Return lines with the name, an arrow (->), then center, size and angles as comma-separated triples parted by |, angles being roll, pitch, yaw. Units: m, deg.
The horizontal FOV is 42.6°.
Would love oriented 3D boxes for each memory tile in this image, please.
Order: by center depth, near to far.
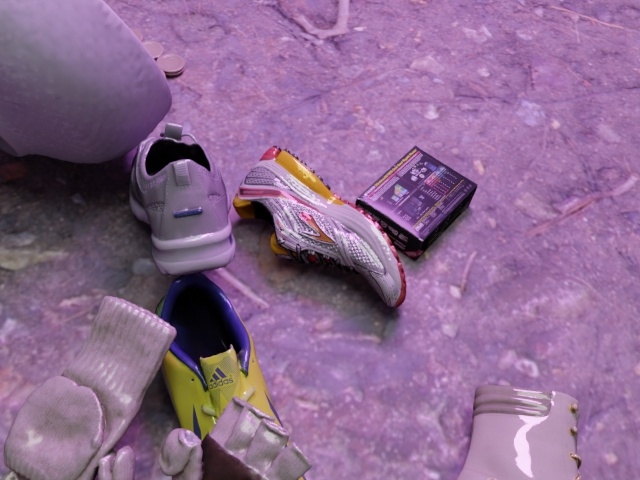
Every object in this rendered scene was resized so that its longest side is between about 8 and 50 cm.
memory tile -> -0.254, -0.212, 1.038 | 0.113, 0.012, 0.148 | 32, 54, 16

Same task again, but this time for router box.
router box -> 0.109, -0.045, 0.946 | 0.092, 0.038, 0.122 | 36, 55, 18

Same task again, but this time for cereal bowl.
cereal bowl -> -0.325, -0.186, 0.820 | 0.338, 0.339, 0.141 | 29, 76, 14

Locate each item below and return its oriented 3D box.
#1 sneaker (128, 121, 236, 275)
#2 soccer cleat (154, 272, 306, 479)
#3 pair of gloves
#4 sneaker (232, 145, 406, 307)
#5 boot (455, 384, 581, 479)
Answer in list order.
sneaker -> -0.137, -0.068, 0.827 | 0.105, 0.115, 0.281 | -10, 23, -17
soccer cleat -> -0.076, 0.154, 0.703 | 0.093, 0.121, 0.289 | -16, 56, -21
pair of gloves -> -0.144, 0.182, 0.655 | 0.240, 0.042, 0.204 | 35, 90, 19
sneaker -> 0.000, 0.000, 0.877 | 0.225, 0.088, 0.093 | 39, 76, 21
boot -> 0.224, 0.223, 0.728 | 0.213, 0.077, 0.165 | 18, 49, 9
